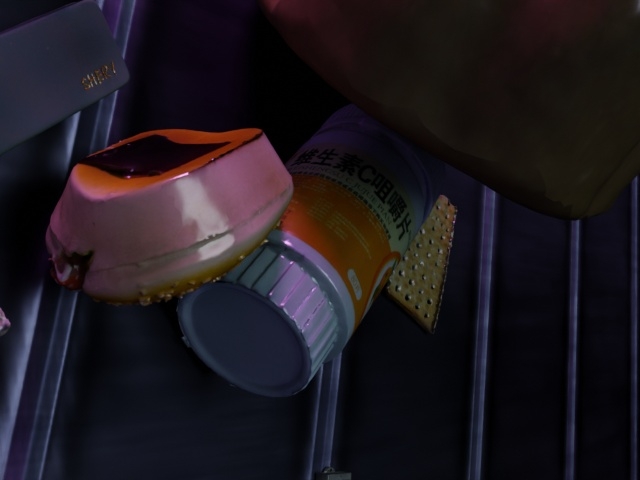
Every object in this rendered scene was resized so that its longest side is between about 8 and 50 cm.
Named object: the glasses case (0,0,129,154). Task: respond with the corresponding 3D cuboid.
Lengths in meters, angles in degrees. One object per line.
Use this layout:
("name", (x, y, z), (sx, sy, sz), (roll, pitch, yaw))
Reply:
("glasses case", (-0.229, -0.122, 0.658), (0.184, 0.039, 0.077), (-46, 121, -47))

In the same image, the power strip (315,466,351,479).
("power strip", (0.013, 0.320, 0.945), (0.051, 0.019, 0.136), (19, 70, -54))

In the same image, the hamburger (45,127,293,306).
("hamburger", (-0.116, -0.023, 0.689), (0.210, 0.173, 0.116), (-46, 134, -61))

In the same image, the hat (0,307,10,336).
("hat", (-0.298, -0.023, 0.468), (0.226, 0.164, 0.219), (-12, 77, -46))

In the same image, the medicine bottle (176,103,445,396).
("medicine bottle", (0.000, 0.000, 0.857), (0.318, 0.158, 0.158), (-52, 126, -43))

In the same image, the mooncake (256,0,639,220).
("mooncake", (0.167, -0.232, 0.868), (0.467, 0.467, 0.262), (1, 126, -54))

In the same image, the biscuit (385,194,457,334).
("biscuit", (0.139, 0.011, 1.168), (0.144, 0.016, 0.203), (40, 55, -44))
